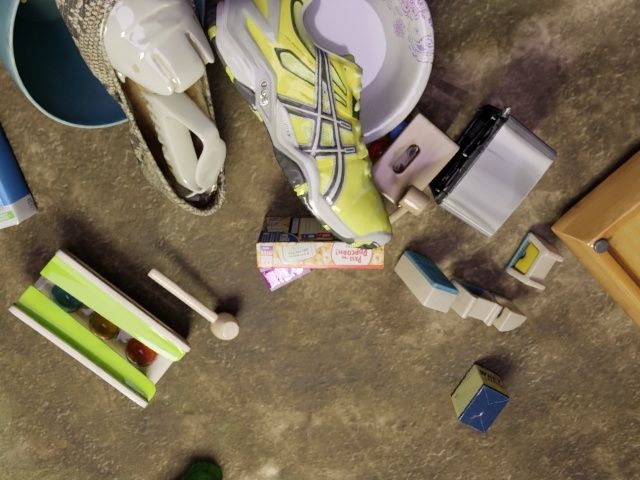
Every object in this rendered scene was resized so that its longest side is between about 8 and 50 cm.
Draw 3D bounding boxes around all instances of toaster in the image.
[{"bbox_3d":[0.254,-0.112,1.014,0.110,0.186,0.168,34,105,-6],"label":"toaster"}]

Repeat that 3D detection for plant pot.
[{"bbox_3d":[-0.334,-0.332,0.922,0.195,0.290,0.290,40,108,25],"label":"plant pot"}]

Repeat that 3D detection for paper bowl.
[{"bbox_3d":[0.017,-0.283,0.976,0.284,0.148,0.284,0,109,0],"label":"paper bowl"}]

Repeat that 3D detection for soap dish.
[{"bbox_3d":[0.560,0.009,1.086,0.229,0.118,0.291,-43,104,13],"label":"soap dish"}]

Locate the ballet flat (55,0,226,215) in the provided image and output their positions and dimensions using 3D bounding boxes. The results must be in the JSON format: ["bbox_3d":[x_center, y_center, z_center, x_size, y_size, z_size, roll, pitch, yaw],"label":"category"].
[{"bbox_3d":[-0.197,-0.200,0.877,0.164,0.182,0.483,-34,150,-18],"label":"ballet flat"}]

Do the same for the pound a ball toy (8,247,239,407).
[{"bbox_3d":[-0.326,0.129,1.143,0.319,0.135,0.208,39,79,-12],"label":"pound a ball toy"}]

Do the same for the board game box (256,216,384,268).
[{"bbox_3d":[0.000,0.000,1.072,0.193,0.147,0.045,0,108,1],"label":"board game box"}]

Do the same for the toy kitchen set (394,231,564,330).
[{"bbox_3d":[0.265,0.037,1.118,0.207,0.122,0.166,19,108,-27],"label":"toy kitchen set"}]

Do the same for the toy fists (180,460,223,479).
[{"bbox_3d":[-0.287,0.548,1.258,0.096,0.142,0.279,35,105,-10],"label":"toy fists"}]

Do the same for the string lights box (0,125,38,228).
[{"bbox_3d":[-0.576,-0.140,1.065,0.133,0.077,0.260,-15,107,7],"label":"string lights box"}]

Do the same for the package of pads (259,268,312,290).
[{"bbox_3d":[-0.060,0.046,1.148,0.083,0.032,0.050,-27,104,9],"label":"package of pads"}]

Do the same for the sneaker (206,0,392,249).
[{"bbox_3d":[0.006,-0.158,0.869,0.147,0.145,0.385,-29,108,11],"label":"sneaker"}]

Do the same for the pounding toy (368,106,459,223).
[{"bbox_3d":[0.112,-0.104,1.005,0.094,0.206,0.181,38,105,-11],"label":"pounding toy"}]

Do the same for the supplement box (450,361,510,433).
[{"bbox_3d":[0.285,0.281,1.196,0.056,0.083,0.083,29,106,-9],"label":"supplement box"}]
